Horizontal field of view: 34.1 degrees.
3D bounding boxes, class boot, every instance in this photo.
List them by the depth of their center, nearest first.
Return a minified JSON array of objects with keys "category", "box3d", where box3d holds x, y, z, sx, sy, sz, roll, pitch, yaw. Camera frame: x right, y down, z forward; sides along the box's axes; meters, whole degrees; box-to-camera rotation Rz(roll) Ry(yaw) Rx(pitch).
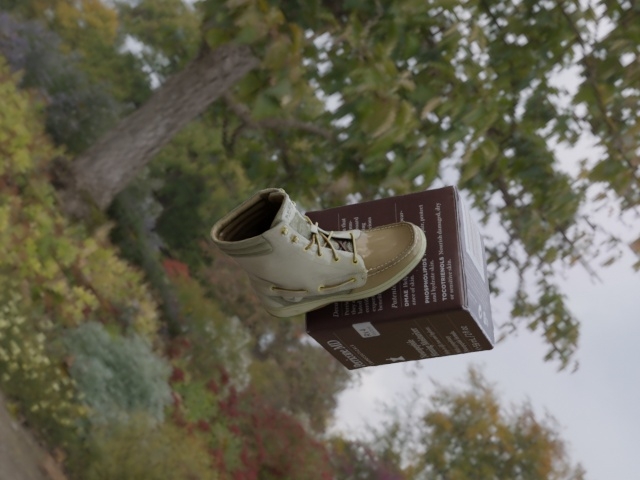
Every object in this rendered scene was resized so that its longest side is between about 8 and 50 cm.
[{"category":"boot","box3d":[0.000,0.000,1.183,0.165,0.213,0.077,55,20,-46]}]

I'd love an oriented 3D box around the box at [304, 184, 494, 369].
[{"category":"box","box3d":[0.101,0.052,1.328,0.168,0.203,0.167,48,36,-59]}]
